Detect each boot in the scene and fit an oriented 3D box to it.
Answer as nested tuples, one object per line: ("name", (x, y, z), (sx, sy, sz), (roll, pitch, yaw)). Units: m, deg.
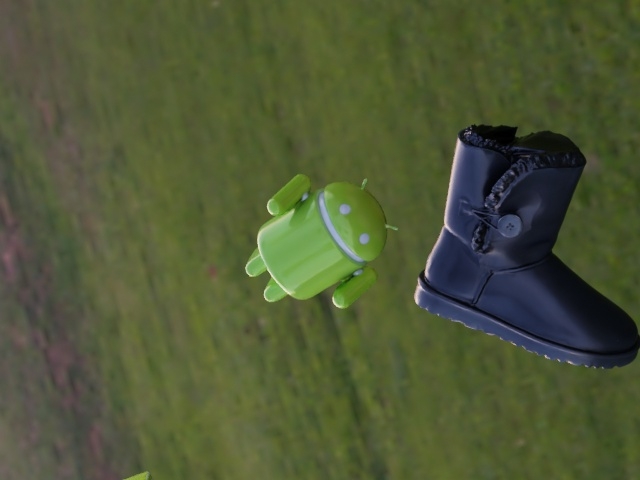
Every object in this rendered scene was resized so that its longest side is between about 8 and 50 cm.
("boot", (0.231, 0.003, 1.847), (0.094, 0.246, 0.207), (-67, -5, -63))

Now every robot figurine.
("robot figurine", (0.000, 0.000, 1.375), (0.101, 0.115, 0.067), (56, -159, -10))

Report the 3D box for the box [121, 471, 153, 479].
("box", (-0.189, 0.253, 1.384), (0.042, 0.178, 0.109), (-82, -30, -66))
